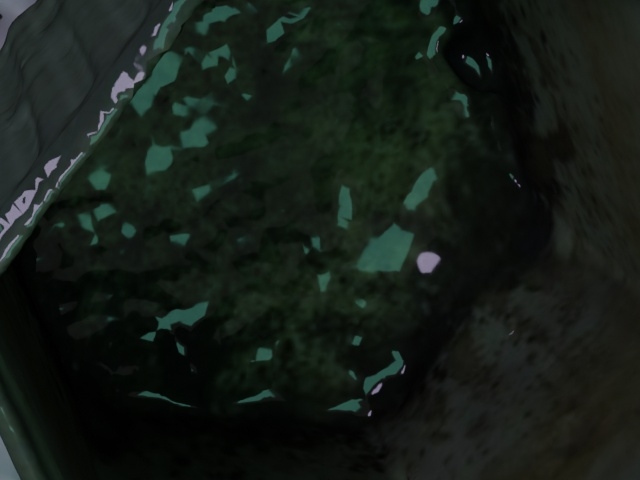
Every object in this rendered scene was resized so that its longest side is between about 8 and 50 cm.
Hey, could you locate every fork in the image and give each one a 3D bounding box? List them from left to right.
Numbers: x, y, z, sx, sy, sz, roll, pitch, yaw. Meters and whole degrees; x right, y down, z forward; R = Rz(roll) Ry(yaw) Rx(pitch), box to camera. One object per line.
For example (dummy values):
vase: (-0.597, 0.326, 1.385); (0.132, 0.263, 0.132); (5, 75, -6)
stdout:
fork: (-0.040, 0.071, 0.604); (0.039, 0.021, 0.235); (-11, 109, -17)

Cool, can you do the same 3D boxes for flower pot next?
flower pot: (0.000, 0.000, 0.481); (0.209, 0.189, 0.239); (36, 96, -23)
